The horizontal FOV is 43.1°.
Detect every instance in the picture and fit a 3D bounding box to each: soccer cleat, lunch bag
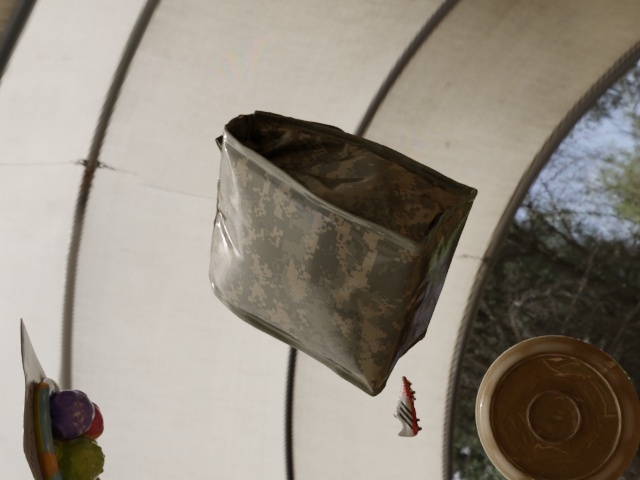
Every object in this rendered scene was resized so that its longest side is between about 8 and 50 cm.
[{"bbox_3d":[0.114,0.226,1.103,0.029,0.035,0.083,44,-146,-65],"label":"soccer cleat"},{"bbox_3d":[0.000,0.000,0.938,0.169,0.287,0.235,-42,-28,-46],"label":"lunch bag"}]

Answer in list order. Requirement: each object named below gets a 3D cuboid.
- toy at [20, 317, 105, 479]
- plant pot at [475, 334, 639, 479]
[{"bbox_3d":[-0.230,0.193,0.763,0.056,0.137,0.237,-9,-43,-14],"label":"toy"},{"bbox_3d":[0.341,0.256,1.177,0.236,0.236,0.032,-61,-22,2],"label":"plant pot"}]
